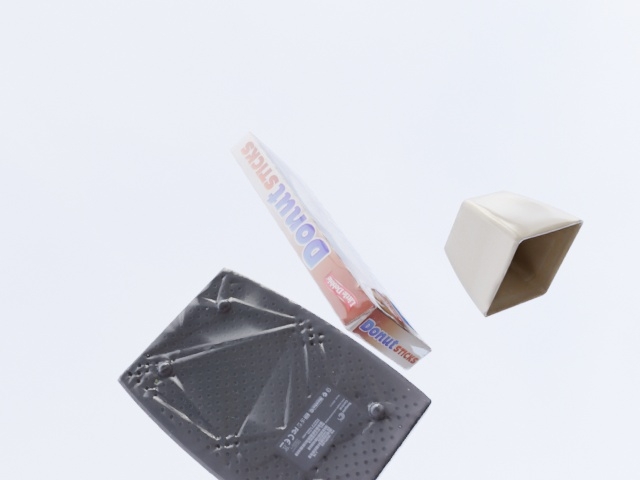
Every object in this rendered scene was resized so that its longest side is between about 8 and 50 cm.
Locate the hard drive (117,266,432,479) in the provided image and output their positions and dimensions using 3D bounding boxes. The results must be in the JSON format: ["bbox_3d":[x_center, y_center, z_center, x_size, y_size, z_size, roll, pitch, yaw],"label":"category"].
[{"bbox_3d":[-0.045,0.146,0.648,0.172,0.255,0.054,-48,-30,-22],"label":"hard drive"}]

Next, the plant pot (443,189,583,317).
[{"bbox_3d":[0.203,0.003,0.781,0.109,0.096,0.109,-14,-45,-34],"label":"plant pot"}]

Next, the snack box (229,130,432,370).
[{"bbox_3d":[0.000,0.000,0.421,0.022,0.178,0.064,-42,-44,8],"label":"snack box"}]
